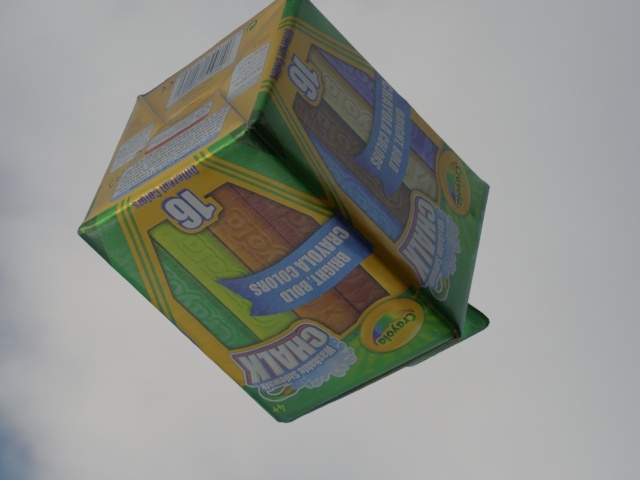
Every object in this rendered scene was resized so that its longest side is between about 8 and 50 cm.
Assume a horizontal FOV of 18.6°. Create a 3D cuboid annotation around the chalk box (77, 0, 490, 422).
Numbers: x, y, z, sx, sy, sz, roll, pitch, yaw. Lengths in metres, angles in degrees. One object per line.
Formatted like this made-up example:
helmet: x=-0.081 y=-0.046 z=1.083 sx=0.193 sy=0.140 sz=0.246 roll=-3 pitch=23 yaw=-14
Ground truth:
chalk box: x=0.000 y=0.000 z=1.054 sx=0.213 sy=0.132 sz=0.132 roll=44 pitch=-145 yaw=-22
